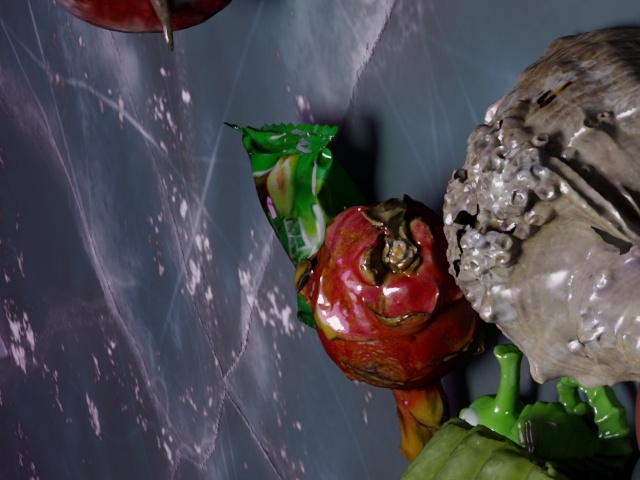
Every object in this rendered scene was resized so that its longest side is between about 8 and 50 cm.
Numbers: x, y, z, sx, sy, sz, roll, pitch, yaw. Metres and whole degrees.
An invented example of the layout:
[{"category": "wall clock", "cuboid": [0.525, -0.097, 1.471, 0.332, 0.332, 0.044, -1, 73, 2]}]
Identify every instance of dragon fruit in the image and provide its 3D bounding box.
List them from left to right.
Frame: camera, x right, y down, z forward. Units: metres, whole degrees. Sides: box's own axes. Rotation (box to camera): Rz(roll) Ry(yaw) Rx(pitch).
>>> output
[{"category": "dragon fruit", "cuboid": [0.059, 0.071, 1.176, 0.125, 0.125, 0.246, -80, -23, -52]}]

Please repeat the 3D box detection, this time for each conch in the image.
[{"category": "conch", "cuboid": [0.148, -0.028, 0.946, 0.178, 0.163, 0.245, -49, 32, 23]}]

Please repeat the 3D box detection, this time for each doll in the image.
[{"category": "doll", "cuboid": [0.143, 0.123, 1.091, 0.190, 0.050, 0.115, -9, 101, 64]}]

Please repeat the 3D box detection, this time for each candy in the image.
[{"category": "candy", "cuboid": [0.004, -0.001, 1.294, 0.141, 0.078, 0.203, -136, 27, -66]}]

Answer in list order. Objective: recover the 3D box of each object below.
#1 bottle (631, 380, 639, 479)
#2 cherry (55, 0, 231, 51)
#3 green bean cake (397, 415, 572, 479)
[{"category": "bottle", "cuboid": [0.224, 0.045, 0.776, 0.144, 0.144, 0.336, 49, 146, 45]}, {"category": "cherry", "cuboid": [-0.133, -0.289, 1.284, 0.230, 0.203, 0.300, 112, 146, -62]}, {"category": "green bean cake", "cuboid": [0.139, 0.216, 0.986, 0.214, 0.113, 0.200, 51, 168, -24]}]
